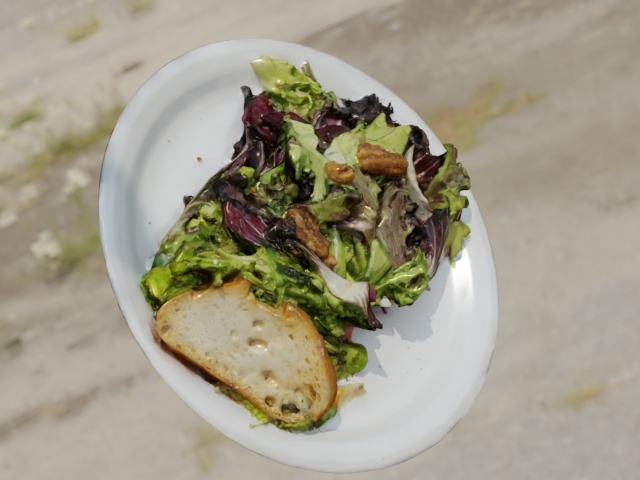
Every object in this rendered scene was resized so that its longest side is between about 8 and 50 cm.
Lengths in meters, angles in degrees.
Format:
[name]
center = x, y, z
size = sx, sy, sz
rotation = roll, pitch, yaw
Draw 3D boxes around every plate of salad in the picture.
[plate of salad]
center = 0.000, 0.000, 0.845
size = 0.200, 0.200, 0.048
rotation = -42, 4, -39
